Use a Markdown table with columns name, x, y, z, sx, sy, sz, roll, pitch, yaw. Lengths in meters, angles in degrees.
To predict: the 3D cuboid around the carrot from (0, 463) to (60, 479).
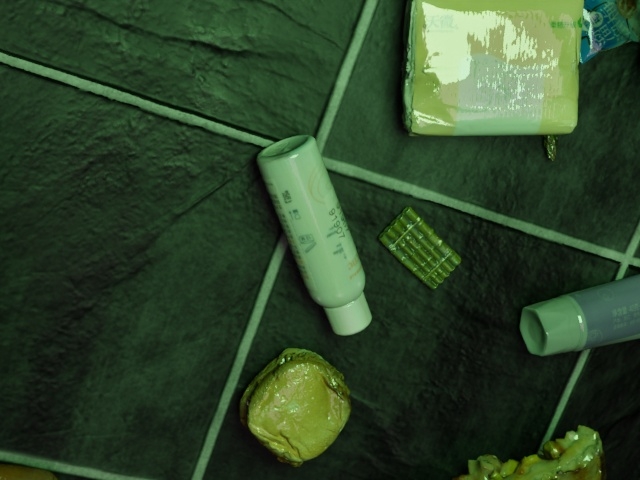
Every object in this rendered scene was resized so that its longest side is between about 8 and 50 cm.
| name | x | y | z | sx | sy | sz | roll | pitch | yaw |
| --- | --- | --- | --- | --- | --- | --- | --- | --- | --- |
| carrot | -0.441 | 0.300 | 1.242 | 0.216 | 0.048 | 0.048 | 18 | 102 | -14 |

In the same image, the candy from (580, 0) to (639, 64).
| name | x | y | z | sx | sy | sz | roll | pitch | yaw |
| --- | --- | --- | --- | --- | --- | --- | --- | --- | --- |
| candy | 0.378 | -0.288 | 1.266 | 0.136 | 0.038 | 0.088 | -19 | 98 | -15 |

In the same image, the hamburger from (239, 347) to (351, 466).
| name | x | y | z | sx | sy | sz | roll | pitch | yaw |
| --- | --- | --- | --- | --- | --- | --- | --- | --- | --- |
| hamburger | -0.032 | 0.224 | 1.301 | 0.138 | 0.083 | 0.147 | 42 | 92 | -18 |

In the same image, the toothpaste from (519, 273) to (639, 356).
| name | x | y | z | sx | sy | sz | roll | pitch | yaw |
| --- | --- | --- | --- | --- | --- | --- | --- | --- | --- |
| toothpaste | 0.469 | 0.096 | 1.395 | 0.371 | 0.080 | 0.125 | -11 | 110 | -16 |

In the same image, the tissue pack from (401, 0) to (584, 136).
| name | x | y | z | sx | sy | sz | roll | pitch | yaw |
| --- | --- | --- | --- | --- | --- | --- | --- | --- | --- |
| tissue pack | 0.210 | -0.221 | 1.203 | 0.222 | 0.090 | 0.186 | 0 | 105 | -8 |

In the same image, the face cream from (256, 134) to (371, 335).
| name | x | y | z | sx | sy | sz | roll | pitch | yaw |
| --- | --- | --- | --- | --- | --- | --- | --- | --- | --- |
| face cream | 0.000 | 0.000 | 1.236 | 0.082 | 0.082 | 0.269 | -24 | 112 | -6 |

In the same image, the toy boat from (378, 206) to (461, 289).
| name | x | y | z | sx | sy | sz | roll | pitch | yaw |
| --- | --- | --- | --- | --- | --- | --- | --- | --- | --- |
| toy boat | 0.135 | 0.011 | 1.308 | 0.115 | 0.016 | 0.063 | 42 | 93 | -22 |

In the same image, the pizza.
| name | x | y | z | sx | sy | sz | roll | pitch | yaw |
| --- | --- | --- | --- | --- | --- | --- | --- | --- | --- |
| pizza | 0.196 | 0.435 | 1.406 | 0.406 | 0.130 | 0.440 | 7 | 116 | -16 |

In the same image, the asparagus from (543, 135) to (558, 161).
| name | x | y | z | sx | sy | sz | roll | pitch | yaw |
| --- | --- | --- | --- | --- | --- | --- | --- | --- | --- |
| asparagus | 0.293 | -0.217 | 1.273 | 0.023 | 0.022 | 0.233 | -36 | 119 | -50 |
